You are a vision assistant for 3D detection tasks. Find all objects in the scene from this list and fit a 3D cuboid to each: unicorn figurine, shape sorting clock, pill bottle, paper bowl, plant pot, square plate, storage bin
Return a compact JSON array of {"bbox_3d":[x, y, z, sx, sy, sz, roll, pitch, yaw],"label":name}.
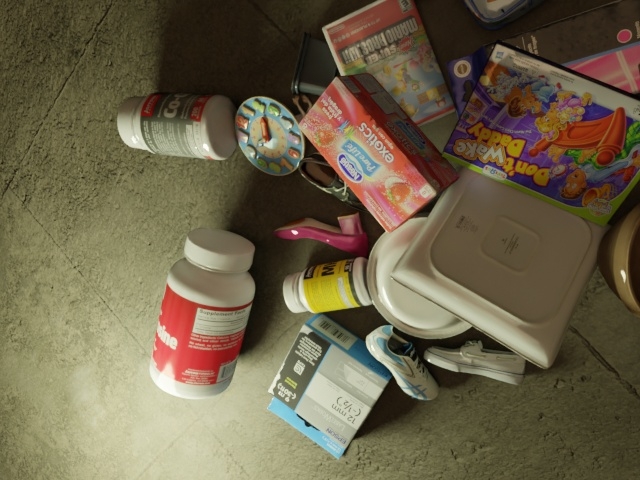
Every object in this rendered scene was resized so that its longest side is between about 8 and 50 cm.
[{"bbox_3d":[-0.051,-0.295,1.245,0.162,0.060,0.111,-8,107,38],"label":"unicorn figurine"},{"bbox_3d":[-0.129,-0.254,1.258,0.206,0.040,0.206,21,130,27],"label":"shape sorting clock"},{"bbox_3d":[0.022,0.115,1.255,0.208,0.119,0.119,-13,95,23],"label":"pill bottle"},{"bbox_3d":[-0.303,0.187,1.343,0.229,0.229,0.407,21,107,17],"label":"pill bottle"},{"bbox_3d":[0.243,0.084,1.145,0.284,0.148,0.284,5,103,21],"label":"paper bowl"},{"bbox_3d":[-0.366,-0.297,1.311,0.283,0.161,0.161,8,103,20],"label":"pill bottle"},{"bbox_3d":[0.616,0.031,0.973,0.110,0.237,0.237,-169,71,-65],"label":"plant pot"},{"bbox_3d":[0.372,0.018,1.021,0.344,0.049,0.347,31,71,13],"label":"square plate"},{"bbox_3d":[-0.006,-0.397,1.184,0.091,0.098,0.135,14,90,2],"label":"storage bin"}]

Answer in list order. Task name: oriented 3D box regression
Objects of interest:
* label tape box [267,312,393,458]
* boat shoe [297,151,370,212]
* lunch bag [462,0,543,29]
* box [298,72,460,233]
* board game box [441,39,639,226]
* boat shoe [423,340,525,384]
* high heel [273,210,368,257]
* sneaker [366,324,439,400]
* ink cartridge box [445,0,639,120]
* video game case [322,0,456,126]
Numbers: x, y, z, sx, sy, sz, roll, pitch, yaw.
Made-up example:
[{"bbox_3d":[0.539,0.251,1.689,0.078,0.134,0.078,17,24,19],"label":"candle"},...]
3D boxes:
[{"bbox_3d":[0.007,0.400,1.321,0.249,0.115,0.347,32,109,14],"label":"label tape box"},{"bbox_3d":[0.051,-0.131,1.219,0.233,0.079,0.084,33,110,11],"label":"boat shoe"},{"bbox_3d":[0.342,-0.589,0.992,0.243,0.115,0.303,-30,89,27],"label":"lunch bag"},{"bbox_3d":[0.122,-0.186,1.052,0.300,0.154,0.142,50,127,6],"label":"box"},{"bbox_3d":[0.447,-0.206,0.985,0.347,0.078,0.233,25,121,6],"label":"board game box"},{"bbox_3d":[0.357,0.266,1.178,0.226,0.083,0.075,11,93,8],"label":"boat shoe"},{"bbox_3d":[0.000,0.000,1.274,0.244,0.082,0.117,-9,106,19],"label":"high heel"},{"bbox_3d":[0.208,0.293,1.203,0.237,0.085,0.086,45,127,-14],"label":"sneaker"},{"bbox_3d":[0.450,-0.337,1.025,0.371,0.069,0.175,-11,96,26],"label":"ink cartridge box"},{"bbox_3d":[0.150,-0.377,1.123,0.204,0.025,0.285,-22,95,10],"label":"video game case"}]
